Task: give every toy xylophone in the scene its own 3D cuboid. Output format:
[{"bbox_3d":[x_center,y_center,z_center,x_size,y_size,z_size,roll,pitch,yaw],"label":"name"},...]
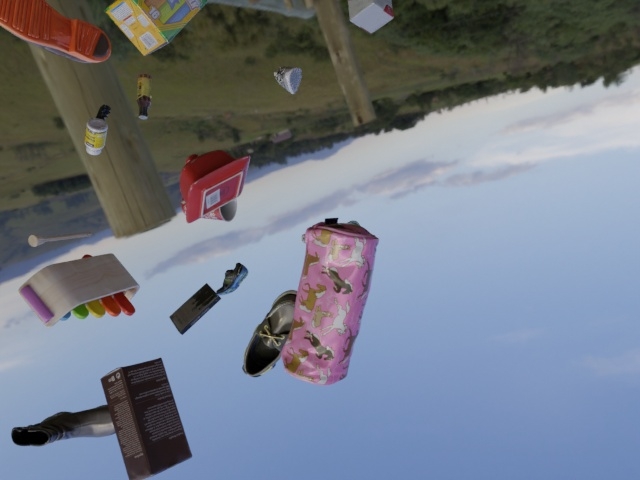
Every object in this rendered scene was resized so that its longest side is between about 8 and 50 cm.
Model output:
[{"bbox_3d":[-0.584,0.089,1.310,0.081,0.236,0.322,-43,166,15],"label":"toy xylophone"}]

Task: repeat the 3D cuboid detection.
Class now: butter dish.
[{"bbox_3d":[-0.251,-0.141,1.173,0.159,0.118,0.160,-34,165,-30],"label":"butter dish"}]

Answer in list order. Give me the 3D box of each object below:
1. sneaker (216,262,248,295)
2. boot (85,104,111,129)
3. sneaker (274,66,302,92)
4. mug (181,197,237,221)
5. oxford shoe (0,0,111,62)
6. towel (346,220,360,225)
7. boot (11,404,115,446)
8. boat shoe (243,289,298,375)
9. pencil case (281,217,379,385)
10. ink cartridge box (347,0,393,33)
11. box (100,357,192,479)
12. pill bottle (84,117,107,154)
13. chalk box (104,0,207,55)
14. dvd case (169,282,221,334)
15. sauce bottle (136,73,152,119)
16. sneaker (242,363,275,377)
[{"bbox_3d":[-0.382,0.167,2.280,0.188,0.078,0.067,-47,160,21],"label":"sneaker"},{"bbox_3d":[-0.925,-0.509,2.226,0.121,0.099,0.045,-13,149,37],"label":"boot"},{"bbox_3d":[-0.147,-0.683,2.256,0.115,0.105,0.281,18,-171,-4],"label":"sneaker"},{"bbox_3d":[-0.391,-0.115,1.902,0.169,0.150,0.113,3,-121,22],"label":"mug"},{"bbox_3d":[-0.754,-0.563,1.419,0.132,0.130,0.363,2,169,36],"label":"oxford shoe"},{"bbox_3d":[0.034,0.122,2.228,0.090,0.375,0.320,24,156,-22],"label":"towel"},{"bbox_3d":[-0.898,0.678,1.907,0.337,0.118,0.222,-13,172,12],"label":"boot"},{"bbox_3d":[-0.118,0.249,1.388,0.091,0.109,0.305,-48,172,-51],"label":"boat shoe"},{"bbox_3d":[0.017,0.146,1.250,0.167,0.387,0.160,20,-165,38],"label":"pencil case"},{"bbox_3d":[0.193,-0.940,2.095,0.128,0.176,0.127,12,157,-41],"label":"ink cartridge box"},{"bbox_3d":[-0.621,0.633,1.908,0.143,0.382,0.191,-31,164,28],"label":"box"},{"bbox_3d":[-0.749,-0.343,1.778,0.065,0.065,0.116,-29,158,-44],"label":"pill bottle"},{"bbox_3d":[-0.371,-0.567,1.260,0.132,0.132,0.213,0,-129,47],"label":"chalk box"},{"bbox_3d":[-0.585,0.314,2.484,0.238,0.030,0.179,-44,-148,-11],"label":"dvd case"},{"bbox_3d":[-0.510,-0.415,1.544,0.042,0.128,0.042,-2,167,0],"label":"sauce bottle"},{"bbox_3d":[-0.238,0.457,1.974,0.077,0.072,0.178,7,180,29],"label":"sneaker"}]
